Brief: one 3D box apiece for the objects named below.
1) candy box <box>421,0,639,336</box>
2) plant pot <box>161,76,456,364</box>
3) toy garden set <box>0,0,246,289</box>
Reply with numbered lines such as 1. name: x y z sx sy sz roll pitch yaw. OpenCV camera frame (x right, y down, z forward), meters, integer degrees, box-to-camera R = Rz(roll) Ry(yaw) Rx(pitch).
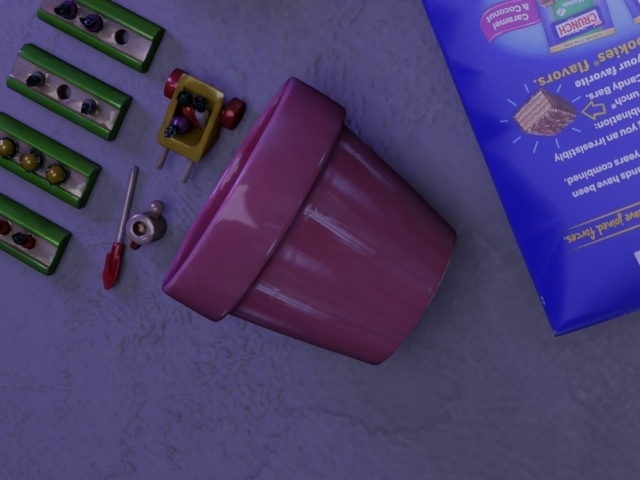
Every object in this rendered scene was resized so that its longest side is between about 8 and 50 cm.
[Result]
1. candy box: 0.246 -0.121 1.174 0.268 0.122 0.317 -21 90 15
2. plant pot: 0.000 0.000 1.227 0.180 0.201 0.201 32 104 -7
3. toy garden set: -0.197 -0.076 1.333 0.204 0.049 0.244 28 103 10
